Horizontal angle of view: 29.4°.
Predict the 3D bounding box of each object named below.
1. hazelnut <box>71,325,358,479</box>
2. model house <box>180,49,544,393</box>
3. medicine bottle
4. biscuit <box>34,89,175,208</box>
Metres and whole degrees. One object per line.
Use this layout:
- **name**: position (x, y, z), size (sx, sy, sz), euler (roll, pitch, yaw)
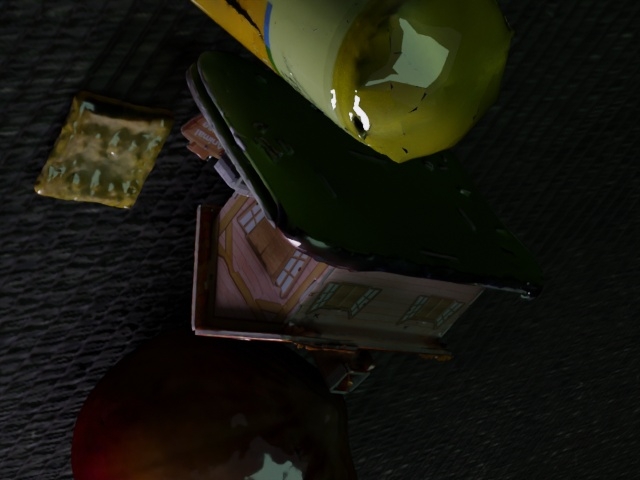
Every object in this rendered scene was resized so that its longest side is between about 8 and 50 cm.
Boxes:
- **hazelnut**: position (-0.075, 0.163, 0.950), size (0.229, 0.229, 0.229), euler (-24, 136, -25)
- **model house**: position (0.001, 0.001, 0.904), size (0.294, 0.207, 0.154), euler (11, 126, -47)
- **medicine bottle**: position (0.012, -0.143, 0.744), size (0.124, 0.239, 0.124), euler (-22, 135, -23)
- **biscuit**: position (-0.148, -0.061, 0.843), size (0.083, 0.018, 0.081), euler (8, 117, -45)
